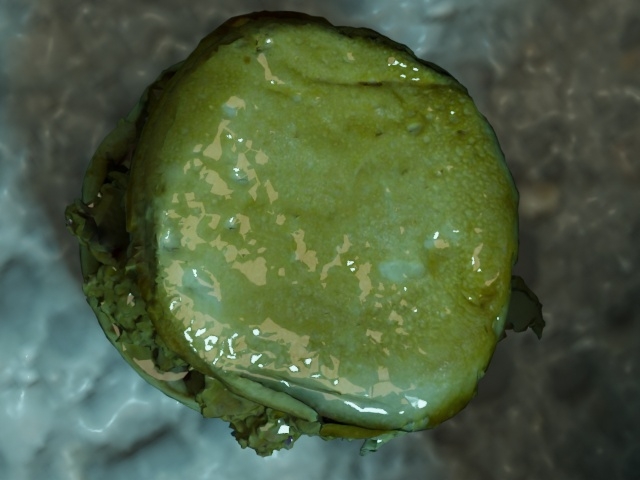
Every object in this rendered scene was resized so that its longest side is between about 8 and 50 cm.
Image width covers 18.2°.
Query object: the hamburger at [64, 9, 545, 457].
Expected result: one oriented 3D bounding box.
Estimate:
[{"bbox_3d":[0.000,0.000,0.730,0.185,0.131,0.159,21,76,-13],"label":"hamburger"}]
